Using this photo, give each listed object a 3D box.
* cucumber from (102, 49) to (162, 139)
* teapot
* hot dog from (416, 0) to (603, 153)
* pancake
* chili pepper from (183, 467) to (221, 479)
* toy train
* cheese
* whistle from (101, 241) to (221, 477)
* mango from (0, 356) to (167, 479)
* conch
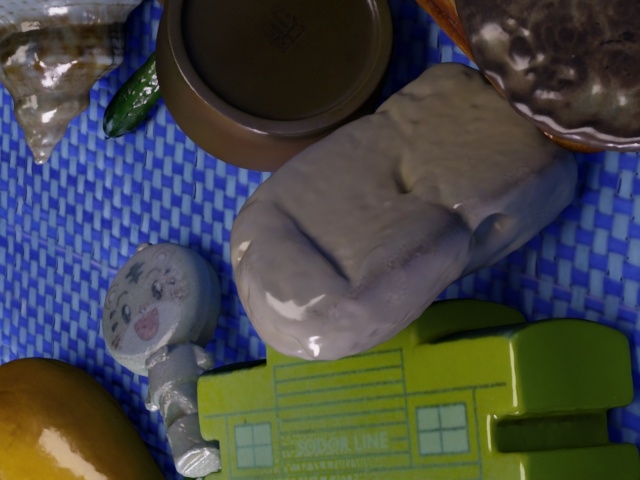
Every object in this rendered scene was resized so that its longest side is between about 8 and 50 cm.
[{"bbox_3d":[-0.171,-0.140,1.628,0.168,0.039,0.039,-45,64,40],"label":"cucumber"},{"bbox_3d":[-0.032,-0.135,1.394,0.268,0.185,0.175,41,165,3],"label":"teapot"},{"bbox_3d":[0.114,-0.207,1.228,0.117,0.158,0.349,-44,60,10],"label":"hot dog"},{"bbox_3d":[0.221,-0.196,1.089,0.286,0.033,0.288,-19,68,11],"label":"pancake"},{"bbox_3d":[-0.085,0.264,1.571,0.074,0.100,0.257,-100,14,-72],"label":"chili pepper"},{"bbox_3d":[0.069,0.183,1.327,0.442,0.179,0.272,-12,80,48],"label":"toy train"},{"bbox_3d":[0.054,-0.017,1.251,0.159,0.263,0.093,43,159,44],"label":"cheese"},{"bbox_3d":[-0.133,0.100,1.566,0.126,0.067,0.258,-39,46,22],"label":"whistle"},{"bbox_3d":[-0.248,0.222,1.721,0.317,0.119,0.176,34,118,29],"label":"mango"},{"bbox_3d":[-0.241,-0.264,1.598,0.203,0.169,0.386,9,107,20],"label":"conch"}]
